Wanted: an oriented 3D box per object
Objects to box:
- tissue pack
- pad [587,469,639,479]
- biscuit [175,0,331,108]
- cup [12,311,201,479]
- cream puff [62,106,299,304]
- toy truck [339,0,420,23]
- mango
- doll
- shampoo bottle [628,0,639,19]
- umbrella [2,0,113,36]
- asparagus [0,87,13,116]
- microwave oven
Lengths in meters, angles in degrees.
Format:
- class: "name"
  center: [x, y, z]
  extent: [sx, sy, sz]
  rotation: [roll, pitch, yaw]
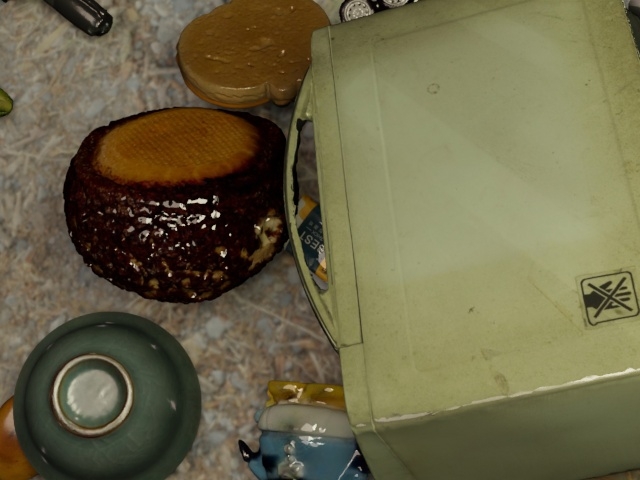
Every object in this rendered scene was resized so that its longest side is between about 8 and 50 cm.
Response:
- class: "tissue pack"
  center: [0.000, 0.000, 1.259]
  extent: [0.083, 0.042, 0.062]
  rotation: [38, 91, 16]
- class: "pad"
  center: [0.357, 0.362, 1.078]
  extent: [0.247, 0.007, 0.368]
  rotation: [-6, 80, -14]
- class: "biscuit"
  center: [-0.061, -0.190, 1.264]
  extent: [0.170, 0.050, 0.170]
  rotation: [-2, 50, 3]
- class: "cup"
  center: [-0.221, 0.160, 1.215]
  extent: [0.199, 0.150, 0.199]
  rotation: [1, 78, -3]
- class: "cream puff"
  center: [-0.136, -0.034, 1.210]
  extent: [0.239, 0.239, 0.165]
  rotation: [7, 122, 16]
- class: "toy truck"
  center: [0.122, -0.217, 1.225]
  extent: [0.242, 0.101, 0.125]
  rotation: [-29, 81, 13]
- class: "mango"
  center: [-0.318, 0.211, 1.311]
  extent: [0.080, 0.060, 0.114]
  rotation: [40, 92, -1]
- class: "doll"
  center: [-0.024, 0.295, 1.180]
  extent: [0.177, 0.141, 0.314]
  rotation: [-1, 78, 28]
- class: "shampoo bottle"
  center: [0.428, -0.250, 1.054]
  extent: [0.273, 0.273, 0.266]
  rotation: [32, 99, 16]
- class: "umbrella"
  center: [-0.371, -0.338, 1.381]
  extent: [0.340, 0.118, 0.118]
  rotation: [36, 93, 10]
- class: "asparagus"
  center: [-0.488, -0.132, 1.399]
  extent: [0.277, 0.060, 0.067]
  rotation: [-18, 69, 12]
- class: "microwave oven"
  center: [0.162, 0.003, 1.064]
  extent: [0.332, 0.247, 0.394]
  rotation: [-13, 58, 12]
